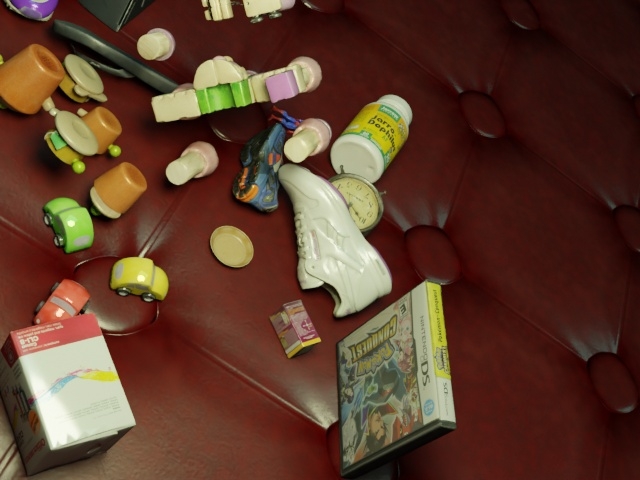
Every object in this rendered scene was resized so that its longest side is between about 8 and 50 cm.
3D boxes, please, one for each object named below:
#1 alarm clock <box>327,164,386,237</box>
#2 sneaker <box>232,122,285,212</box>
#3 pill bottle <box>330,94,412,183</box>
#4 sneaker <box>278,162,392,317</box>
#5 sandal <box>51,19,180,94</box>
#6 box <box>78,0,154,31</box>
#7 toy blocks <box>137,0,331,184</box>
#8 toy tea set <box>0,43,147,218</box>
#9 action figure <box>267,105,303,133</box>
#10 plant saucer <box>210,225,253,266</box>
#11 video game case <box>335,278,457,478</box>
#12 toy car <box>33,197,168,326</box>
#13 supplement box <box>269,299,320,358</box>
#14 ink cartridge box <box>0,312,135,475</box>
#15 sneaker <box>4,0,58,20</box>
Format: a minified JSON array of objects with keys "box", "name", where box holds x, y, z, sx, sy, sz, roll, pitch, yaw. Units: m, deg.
[{"box":[0.046,-0.049,1.747,0.129,0.064,0.192,31,55,-3],"name":"alarm clock"},{"box":[-0.104,-0.137,1.708,0.087,0.083,0.221,45,41,-31],"name":"sneaker"},{"box":[0.113,-0.215,1.866,0.117,0.117,0.208,41,47,-4],"name":"pill bottle"},{"box":[0.000,0.000,1.632,0.152,0.114,0.305,-34,89,-12],"name":"sneaker"},{"box":[-0.375,-0.321,1.637,0.254,0.054,0.097,29,8,-21],"name":"sandal"},{"box":[-0.355,-0.527,1.731,0.108,0.153,0.207,40,47,-6],"name":"box"},{"box":[-0.136,-0.284,1.590,0.260,0.289,0.308,-52,131,-67],"name":"toy blocks"},{"box":[-0.427,-0.177,1.503,0.200,0.124,0.336,18,39,-61],"name":"toy tea set"},{"box":[-0.055,-0.236,1.828,0.115,0.030,0.038,22,57,-27],"name":"action figure"},{"box":[-0.161,0.014,1.604,0.083,0.015,0.083,17,53,-24],"name":"plant saucer"},{"box":[0.113,0.231,1.469,0.035,0.275,0.248,17,53,-28],"name":"video game case"},{"box":[-0.373,0.021,1.431,0.239,0.053,0.225,-19,74,-40],"name":"toy car"},{"box":[-0.045,0.155,1.564,0.043,0.055,0.083,-13,70,-40],"name":"supplement box"},{"box":[-0.362,0.216,1.260,0.127,0.128,0.176,-12,68,-38],"name":"ink cartridge box"},{"box":[-0.508,-0.542,1.641,0.102,0.146,0.293,15,53,-26],"name":"sneaker"}]
